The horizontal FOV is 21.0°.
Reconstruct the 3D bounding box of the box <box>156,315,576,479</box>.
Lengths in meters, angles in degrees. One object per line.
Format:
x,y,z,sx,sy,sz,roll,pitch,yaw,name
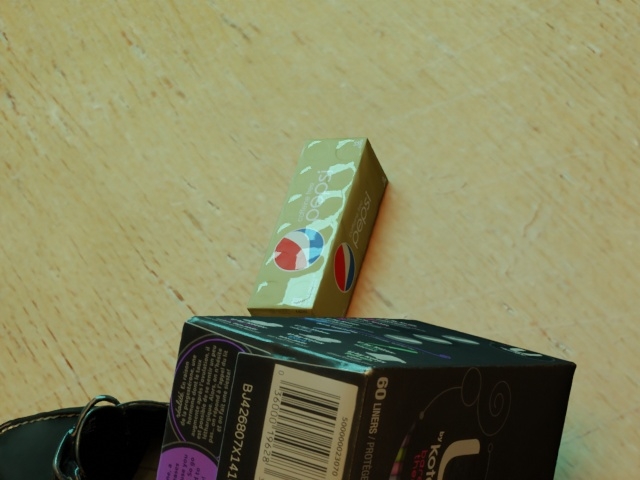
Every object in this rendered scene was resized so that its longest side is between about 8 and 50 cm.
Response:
0.034,0.142,1.117,0.143,0.270,0.165,14,96,34,box

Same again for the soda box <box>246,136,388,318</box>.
0.000,0.000,1.431,0.061,0.058,0.181,0,53,26,soda box

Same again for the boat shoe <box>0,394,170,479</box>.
-0.141,0.171,1.312,0.340,0.113,0.127,12,58,33,boat shoe
